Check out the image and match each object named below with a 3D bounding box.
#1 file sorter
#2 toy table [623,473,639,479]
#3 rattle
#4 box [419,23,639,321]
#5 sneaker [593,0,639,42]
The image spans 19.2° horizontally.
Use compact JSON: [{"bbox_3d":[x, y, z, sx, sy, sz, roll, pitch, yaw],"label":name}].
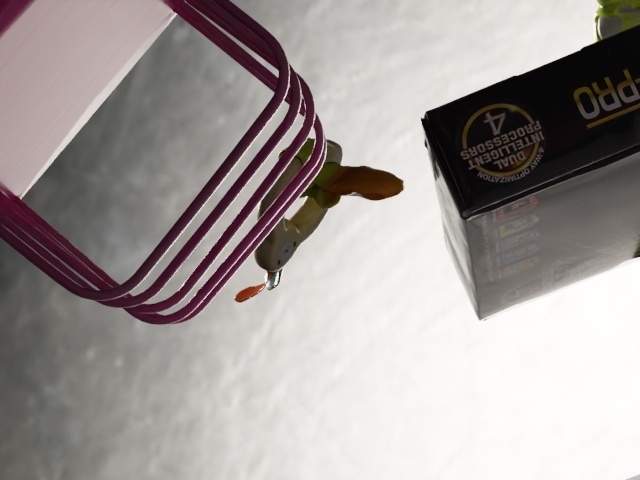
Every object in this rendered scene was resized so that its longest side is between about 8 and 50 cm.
[{"bbox_3d":[-0.119,-0.065,1.210,0.202,0.182,0.290,-50,-8,-1],"label":"file sorter"},{"bbox_3d":[0.209,0.243,1.186,0.252,0.160,0.274,-29,-4,-22],"label":"toy table"},{"bbox_3d":[0.000,0.000,2.012,0.130,0.143,0.199,-29,-40,-75],"label":"rattle"},{"bbox_3d":[0.251,-0.066,1.530,0.395,0.318,0.097,68,178,-74],"label":"box"},{"bbox_3d":[0.324,-0.209,1.897,0.126,0.091,0.240,48,-132,-57],"label":"sneaker"}]
